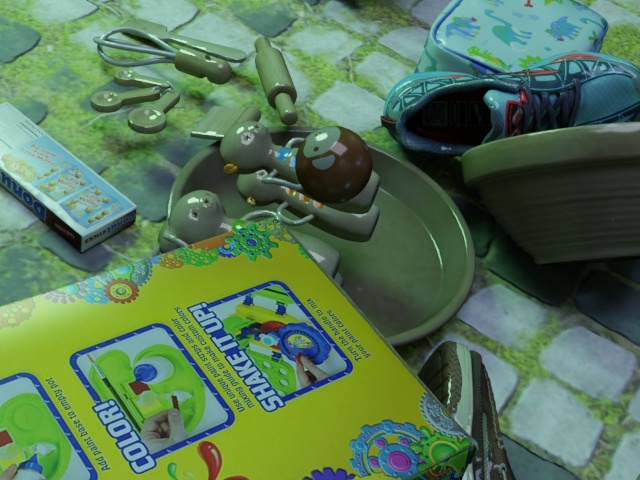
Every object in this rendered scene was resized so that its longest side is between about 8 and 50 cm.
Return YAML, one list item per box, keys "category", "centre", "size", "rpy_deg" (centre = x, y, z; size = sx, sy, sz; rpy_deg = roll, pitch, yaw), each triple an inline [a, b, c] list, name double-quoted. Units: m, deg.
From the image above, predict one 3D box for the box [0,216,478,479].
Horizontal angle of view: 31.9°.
- category: "box"
  centre: [-0.112, 0.181, 0.581]
  size: [0.279, 0.290, 0.177]
  rpy_deg: [-19, 53, -34]

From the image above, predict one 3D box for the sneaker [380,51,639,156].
- category: "sneaker"
  centre: [0.189, -0.115, 1.074]
  size: [0.261, 0.104, 0.125]
  rpy_deg: [-7, 15, 10]

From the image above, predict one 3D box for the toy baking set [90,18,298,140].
- category: "toy baking set"
  centre: [-0.126, -0.170, 1.103]
  size: [0.196, 0.030, 0.256]
  rpy_deg: [1, 36, -10]

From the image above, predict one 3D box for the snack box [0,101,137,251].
- category: "snack box"
  centre: [-0.246, -0.060, 0.989]
  size: [0.178, 0.022, 0.064]
  rpy_deg: [37, 46, 21]

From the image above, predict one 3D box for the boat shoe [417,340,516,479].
- category: "boat shoe"
  centre: [0.105, 0.191, 0.798]
  size: [0.095, 0.095, 0.257]
  rpy_deg: [23, 47, -13]

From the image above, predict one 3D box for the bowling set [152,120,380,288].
- category: "bowling set"
  centre: [-0.045, -0.029, 0.842]
  size: [0.154, 0.200, 0.287]
  rpy_deg: [21, 39, 7]

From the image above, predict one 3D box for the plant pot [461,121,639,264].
- category: "plant pot"
  centre: [0.251, -0.035, 1.018]
  size: [0.237, 0.237, 0.110]
  rpy_deg: [-2, 87, -19]

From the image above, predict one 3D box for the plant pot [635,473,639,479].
- category: "plant pot"
  centre: [0.260, 0.316, 0.565]
  size: [0.333, 0.334, 0.305]
  rpy_deg: [30, 55, 14]

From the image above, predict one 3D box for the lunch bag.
- category: "lunch bag"
  centre: [0.210, -0.208, 1.236]
  size: [0.176, 0.090, 0.219]
  rpy_deg: [27, 44, 10]

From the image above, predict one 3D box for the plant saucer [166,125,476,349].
- category: "plant saucer"
  centre: [0.000, 0.000, 0.990]
  size: [0.277, 0.041, 0.278]
  rpy_deg: [9, 42, -8]
